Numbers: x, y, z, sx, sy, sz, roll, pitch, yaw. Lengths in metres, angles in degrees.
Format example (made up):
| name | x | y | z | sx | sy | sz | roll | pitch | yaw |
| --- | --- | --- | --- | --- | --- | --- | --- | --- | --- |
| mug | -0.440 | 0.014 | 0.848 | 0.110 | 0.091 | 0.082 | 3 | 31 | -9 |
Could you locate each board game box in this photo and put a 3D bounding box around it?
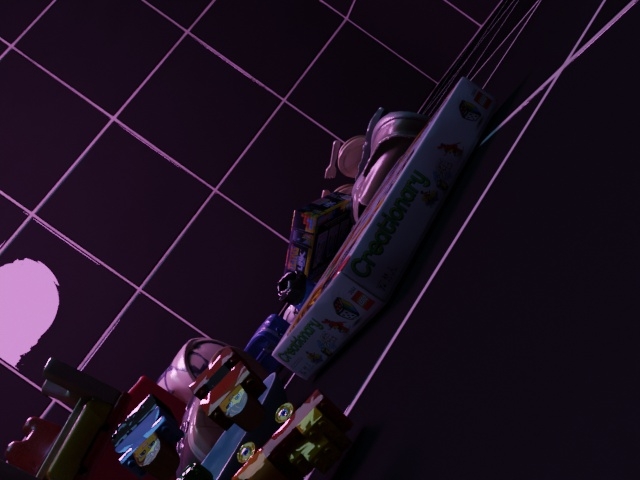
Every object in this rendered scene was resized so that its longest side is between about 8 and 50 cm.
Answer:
| name | x | y | z | sx | sy | sz | roll | pitch | yaw |
| --- | --- | --- | --- | --- | --- | --- | --- | --- | --- |
| board game box | 0.000 | 0.000 | 1.364 | 0.170 | 0.048 | 0.141 | -29 | -46 | -61 |
| board game box | 0.070 | -0.015 | 0.809 | 0.305 | 0.053 | 0.193 | -56 | 1 | -37 |

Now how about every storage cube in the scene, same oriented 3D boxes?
| name | x | y | z | sx | sy | sz | roll | pitch | yaw |
| --- | --- | --- | --- | --- | --- | --- | --- | --- | --- |
| storage cube | -0.310 | 0.391 | 1.374 | 0.215 | 0.193 | 0.184 | -56 | 1 | 19 |

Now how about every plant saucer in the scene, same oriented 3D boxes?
| name | x | y | z | sx | sy | sz | roll | pitch | yaw |
| --- | --- | --- | --- | --- | --- | --- | --- | --- | --- |
| plant saucer | -0.117 | 0.265 | 0.711 | 0.318 | 0.043 | 0.317 | -54 | 1 | 2 |

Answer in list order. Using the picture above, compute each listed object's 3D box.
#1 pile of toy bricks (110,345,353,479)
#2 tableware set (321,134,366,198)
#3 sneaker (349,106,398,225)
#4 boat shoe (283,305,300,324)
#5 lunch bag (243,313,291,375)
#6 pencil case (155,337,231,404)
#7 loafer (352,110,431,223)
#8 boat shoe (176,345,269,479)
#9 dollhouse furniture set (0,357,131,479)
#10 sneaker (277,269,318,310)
| name | x | y | z | sx | sy | sz | roll | pitch | yaw |
| --- | --- | --- | --- | --- | --- | --- | --- | --- | --- |
| pile of toy bricks | -0.065 | 0.165 | 0.395 | 0.212 | 0.118 | 0.105 | -46 | 32 | -6 |
| tableware set | 0.058 | -0.117 | 1.441 | 0.039 | 0.128 | 0.194 | -117 | 31 | -44 |
| sneaker | 0.113 | -0.112 | 1.352 | 0.090 | 0.094 | 0.235 | -64 | -12 | -53 |
| boat shoe | -0.046 | 0.145 | 1.626 | 0.100 | 0.035 | 0.035 | -48 | 1 | 19 |
| lunch bag | -0.080 | 0.173 | 1.271 | 0.098 | 0.067 | 0.065 | -52 | 3 | 44 |
| pencil case | -0.303 | 0.389 | 1.647 | 0.410 | 0.183 | 0.160 | -52 | 7 | 25 |
| loafer | 0.103 | -0.084 | 1.083 | 0.251 | 0.094 | 0.088 | 109 | 169 | -60 |
| boat shoe | -0.131 | 0.227 | 1.016 | 0.092 | 0.102 | 0.285 | -50 | 8 | 13 |
| dollhouse furniture set | -0.245 | 0.308 | 0.607 | 0.374 | 0.152 | 0.201 | -65 | 8 | -30 |
| sneaker | -0.024 | 0.078 | 1.253 | 0.058 | 0.084 | 0.152 | -55 | 1 | 13 |
